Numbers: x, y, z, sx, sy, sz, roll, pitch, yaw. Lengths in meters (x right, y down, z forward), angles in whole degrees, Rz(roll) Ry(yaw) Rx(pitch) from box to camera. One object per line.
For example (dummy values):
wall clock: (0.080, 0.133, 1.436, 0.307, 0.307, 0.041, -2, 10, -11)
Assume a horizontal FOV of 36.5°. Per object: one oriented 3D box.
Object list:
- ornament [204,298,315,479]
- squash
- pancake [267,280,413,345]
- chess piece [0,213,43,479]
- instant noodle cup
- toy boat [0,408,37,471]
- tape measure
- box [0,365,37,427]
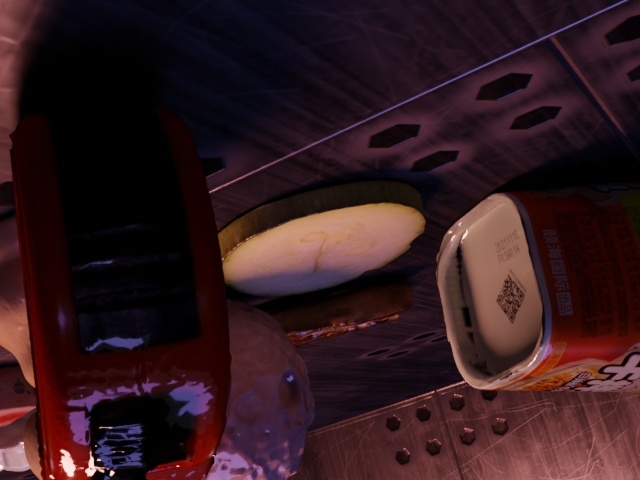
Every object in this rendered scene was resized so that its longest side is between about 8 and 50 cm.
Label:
ornament: (-0.138, 0.176, 1.087, 0.259, 0.225, 0.259, -15, -167, 3)
squash: (-0.001, -0.005, 0.973, 0.219, 0.041, 0.219, -14, 159, -6)
pancake: (0.013, 0.103, 1.306, 0.212, 0.056, 0.257, -18, 173, 35)
chess piece: (-0.181, 0.132, 0.777, 0.167, 0.299, 0.167, -13, 163, -4)
instant noodle cup: (0.318, 0.057, 1.109, 0.308, 0.294, 0.294, -1, 160, -22)
toy boat: (-0.442, 0.272, 1.358, 0.199, 0.100, 0.290, -25, 163, 26)
tape measure: (-0.127, 0.043, 0.610, 0.114, 0.253, 0.260, -6, 162, -19)
box: (-0.439, 0.200, 1.197, 0.156, 0.060, 0.111, -2, 158, -42)
